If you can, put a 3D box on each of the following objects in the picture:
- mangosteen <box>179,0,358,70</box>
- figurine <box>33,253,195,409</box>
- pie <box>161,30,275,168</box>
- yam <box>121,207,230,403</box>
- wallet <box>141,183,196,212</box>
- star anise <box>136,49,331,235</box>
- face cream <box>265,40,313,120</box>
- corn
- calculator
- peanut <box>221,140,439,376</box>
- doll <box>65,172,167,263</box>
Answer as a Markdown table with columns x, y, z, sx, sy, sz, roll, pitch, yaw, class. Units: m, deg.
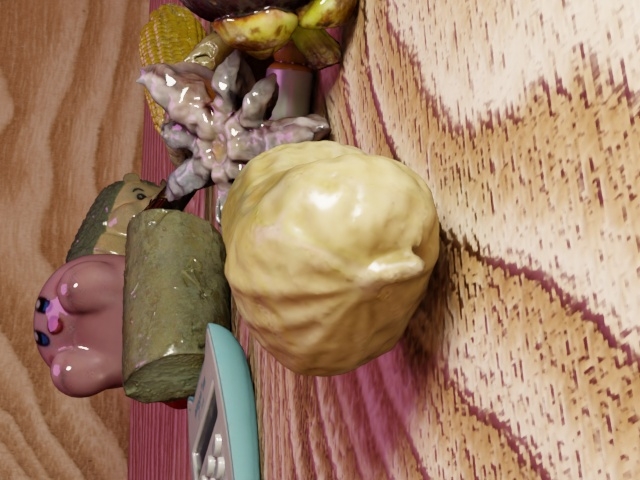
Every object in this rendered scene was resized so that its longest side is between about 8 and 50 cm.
| x | y | z | sx | sy | sz | roll | pitch | yaw | class |
| --- | --- | --- | --- | --- | --- | --- | --- | --- | --- |
| -0.039 | -0.252 | 1.083 | 0.217 | 0.192 | 0.192 | 58 | 175 | -15 | mangosteen |
| -0.334 | 0.130 | 1.900 | 0.211 | 0.261 | 0.270 | 12 | 100 | 53 | figurine |
| -0.101 | -0.156 | 1.319 | 0.195 | 0.046 | 0.195 | -42 | -36 | -40 | pie |
| -0.205 | 0.092 | 1.683 | 0.161 | 0.161 | 0.268 | 111 | 161 | -50 | yam |
| -0.252 | -0.058 | 1.999 | 0.232 | 0.031 | 0.122 | -56 | -9 | -35 | wallet |
| -0.088 | -0.094 | 1.189 | 0.236 | 0.093 | 0.229 | 53 | 129 | 4 | star anise |
| -0.039 | -0.121 | 1.257 | 0.072 | 0.051 | 0.182 | -137 | 53 | -79 | face cream |
| -0.259 | -0.301 | 2.131 | 0.130 | 0.130 | 0.347 | 108 | 159 | -45 | corn |
| -0.117 | 0.311 | 1.448 | 0.256 | 0.054 | 0.386 | 109 | 160 | -48 | calculator |
| -0.002 | 0.009 | 0.840 | 0.291 | 0.143 | 0.159 | -142 | 67 | -78 | peanut |
| -0.394 | 0.032 | 2.432 | 0.247 | 0.247 | 0.350 | 120 | 158 | -63 | doll |
